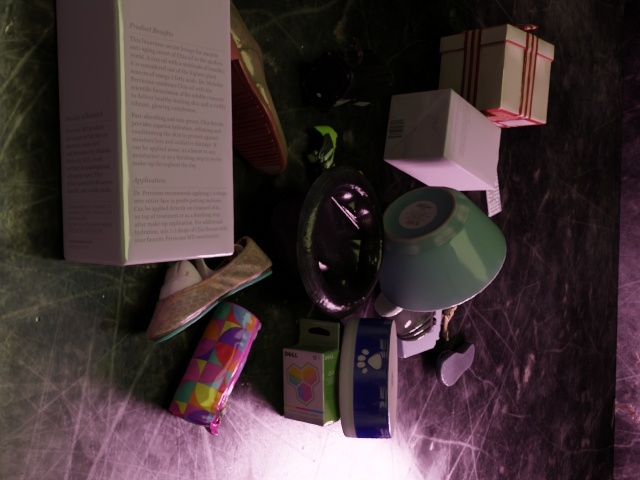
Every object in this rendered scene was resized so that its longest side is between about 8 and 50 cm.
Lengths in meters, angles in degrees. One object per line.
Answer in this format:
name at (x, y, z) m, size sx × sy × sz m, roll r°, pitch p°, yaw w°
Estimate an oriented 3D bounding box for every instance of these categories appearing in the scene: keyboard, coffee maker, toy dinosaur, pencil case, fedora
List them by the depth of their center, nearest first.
pencil case at (-0.187, 0.232, 1.364) m, size 0.104 × 0.104 × 0.236 m, roll 43°, pitch 58°, yaw -44°
fedora at (0.000, 0.000, 1.541) m, size 0.334 × 0.153 × 0.333 m, roll -14°, pitch 106°, yaw -56°
coffee maker at (0.076, -0.355, 1.612) m, size 0.178 × 0.171 × 0.120 m, roll -22°, pitch 92°, yaw -51°
toy dinosaur at (0.370, 0.188, 2.120) m, size 0.183 × 0.053 × 0.092 m, roll -64°, pitch 152°, yaw -17°
keyboard at (0.529, -0.205, 2.319) m, size 0.072 × 0.014 × 0.256 m, roll -28°, pitch 113°, yaw -48°

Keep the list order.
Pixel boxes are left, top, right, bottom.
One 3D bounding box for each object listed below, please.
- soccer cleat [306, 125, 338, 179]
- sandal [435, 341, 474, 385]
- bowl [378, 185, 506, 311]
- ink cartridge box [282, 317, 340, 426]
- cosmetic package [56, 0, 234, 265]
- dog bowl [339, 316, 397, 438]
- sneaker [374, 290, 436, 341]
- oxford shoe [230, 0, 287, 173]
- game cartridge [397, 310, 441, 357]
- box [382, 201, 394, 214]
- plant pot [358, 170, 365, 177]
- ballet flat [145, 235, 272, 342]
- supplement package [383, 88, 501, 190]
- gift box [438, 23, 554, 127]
soccer cleat at (0.003, -0.162, 1.625) m, size 0.072 × 0.060 × 0.178 m, roll 0°, pitch 85°, yaw -42°
sandal at (0.374, 0.351, 2.128) m, size 0.254 × 0.055 × 0.097 m, roll -4°, pitch 102°, yaw -61°
bowl at (0.249, -0.006, 1.695) m, size 0.311 × 0.312 × 0.163 m, roll -59°, pitch 135°, yaw -32°
ink cartridge box at (-0.019, 0.275, 1.569) m, size 0.062 × 0.109 × 0.209 m, roll -4°, pitch 95°, yaw -53°
cosmetic package at (-0.274, -0.195, 1.180) m, size 0.230 × 0.162 × 0.453 m, roll -3°, pitch 95°, yaw -51°
dog bowl at (0.110, 0.304, 1.650) m, size 0.265 × 0.104 × 0.264 m, roll 1°, pitch 90°, yaw -80°
sneaker at (0.256, 0.123, 1.812) m, size 0.296 × 0.105 × 0.146 m, roll -43°, pitch 128°, yaw -24°
oxford shoe at (-0.131, -0.290, 1.395) m, size 0.130 × 0.123 × 0.348 m, roll -54°, pitch 132°, yaw -42°
game cartridge at (0.247, 0.146, 1.921) m, size 0.196 × 0.060 × 0.294 m, roll -8°, pitch 105°, yaw -53°
box at (0.195, -0.020, 1.891) m, size 0.137 × 0.027 × 0.094 m, roll 50°, pitch 57°, yaw -41°
plant pot at (0.064, -0.106, 1.685) m, size 0.083 × 0.082 × 0.081 m, roll 35°, pitch 64°, yaw -60°
ballet flat at (-0.214, 0.075, 1.339) m, size 0.316 × 0.108 × 0.106 m, roll -33°, pitch 97°, yaw -52°
supplement package at (0.319, -0.248, 1.918) m, size 0.293 × 0.175 × 0.177 m, roll 21°, pitch 74°, yaw -50°
gift box at (0.486, -0.456, 2.068) m, size 0.276 × 0.255 × 0.258 m, roll 4°, pitch 90°, yaw -46°
